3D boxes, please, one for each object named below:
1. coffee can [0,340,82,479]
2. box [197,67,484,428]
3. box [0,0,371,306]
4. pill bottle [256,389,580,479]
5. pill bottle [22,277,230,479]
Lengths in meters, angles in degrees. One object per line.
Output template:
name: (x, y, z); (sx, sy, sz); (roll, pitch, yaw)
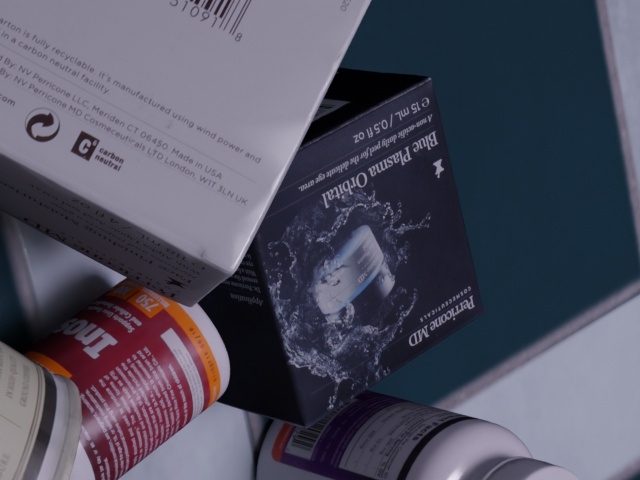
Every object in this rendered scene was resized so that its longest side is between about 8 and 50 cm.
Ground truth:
coffee can: (-0.259, 0.068, 0.737); (0.275, 0.201, 0.202); (34, 73, -18)
box: (0.000, 0.000, 1.132); (0.156, 0.093, 0.158); (-30, 117, -35)
box: (-0.092, -0.090, 0.968); (0.181, 0.119, 0.182); (28, 76, -6)
pill bottle: (0.061, 0.152, 1.141); (0.108, 0.193, 0.108); (-8, 102, -40)
pill bottle: (-0.128, 0.090, 1.036); (0.152, 0.086, 0.086); (-38, 120, -32)
